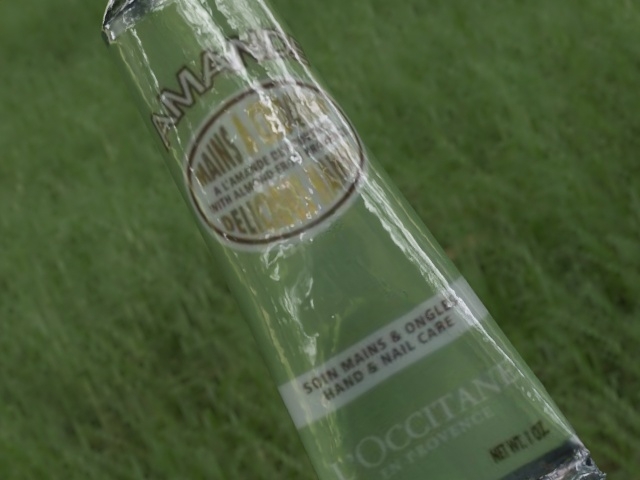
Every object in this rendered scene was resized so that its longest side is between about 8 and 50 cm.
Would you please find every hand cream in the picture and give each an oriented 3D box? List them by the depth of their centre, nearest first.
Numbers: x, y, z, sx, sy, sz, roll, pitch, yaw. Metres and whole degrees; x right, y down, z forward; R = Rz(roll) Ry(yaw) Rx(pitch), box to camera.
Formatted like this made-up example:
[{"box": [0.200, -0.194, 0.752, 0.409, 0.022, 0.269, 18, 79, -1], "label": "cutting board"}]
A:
[{"box": [0.000, 0.000, 0.584, 0.086, 0.235, 0.055, -30, -4, -1], "label": "hand cream"}]
